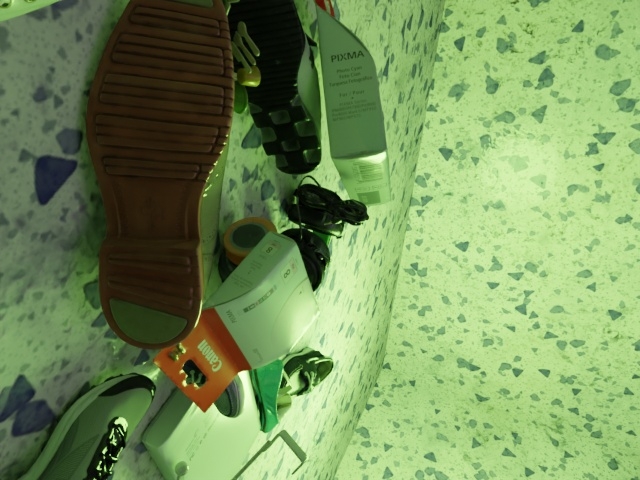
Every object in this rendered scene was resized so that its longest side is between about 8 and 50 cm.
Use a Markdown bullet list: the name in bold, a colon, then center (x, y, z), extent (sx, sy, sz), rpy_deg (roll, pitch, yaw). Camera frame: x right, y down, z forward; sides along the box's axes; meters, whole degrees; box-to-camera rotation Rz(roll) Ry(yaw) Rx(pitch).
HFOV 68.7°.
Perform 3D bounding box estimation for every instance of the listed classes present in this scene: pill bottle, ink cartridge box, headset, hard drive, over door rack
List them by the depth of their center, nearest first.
- **over door rack**: center (-0.203, 0.359, 0.617), extent (0.324, 0.108, 0.239), rpy_deg (-38, 164, 15)
- **ink cartridge box**: center (-0.100, 0.130, 0.670), extent (0.232, 0.066, 0.189), rpy_deg (-54, 149, -29)
- **pill bottle**: center (-0.102, 0.073, 0.819), extent (0.245, 0.131, 0.130), rpy_deg (85, 27, -47)
- **ink cartridge box**: center (0.066, -0.281, 0.845), extent (0.308, 0.091, 0.384), rpy_deg (40, 45, -76)
- **hard drive**: center (-0.204, 0.364, 0.895), extent (0.233, 0.047, 0.352), rpy_deg (-57, 154, -42)
- **headset**: center (0.000, 0.000, 0.970), extent (0.394, 0.185, 0.243), rpy_deg (88, 23, -66)

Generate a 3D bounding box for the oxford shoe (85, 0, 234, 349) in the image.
- **oxford shoe**: center (-0.176, -0.085, 0.543), extent (0.146, 0.141, 0.396), rpy_deg (-110, -149, -78)

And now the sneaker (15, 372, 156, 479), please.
- **sneaker**: center (-0.273, 0.270, 0.527), extent (0.271, 0.108, 0.100), rpy_deg (-55, 152, -47)

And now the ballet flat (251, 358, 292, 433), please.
- **ballet flat**: center (-0.107, 0.365, 1.086), extent (0.083, 0.087, 0.247), rpy_deg (-106, -167, -52)

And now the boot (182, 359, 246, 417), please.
- **boot**: center (-0.184, 0.204, 0.725), extent (0.086, 0.069, 0.189), rpy_deg (-28, 99, -57)

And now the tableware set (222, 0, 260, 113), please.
- **tableware set**: center (-0.113, -0.228, 0.539), extent (0.024, 0.154, 0.104), rpy_deg (-19, 159, -40)

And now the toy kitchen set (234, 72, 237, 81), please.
- **toy kitchen set**: center (-0.133, -0.183, 0.616), extent (0.075, 0.068, 0.083), rpy_deg (-19, 122, -64)

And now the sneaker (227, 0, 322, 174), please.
- **sneaker**: center (-0.065, -0.266, 0.715), extent (0.330, 0.123, 0.146), rpy_deg (77, 15, -53)

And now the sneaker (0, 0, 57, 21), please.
- **sneaker**: center (-0.213, -0.199, 0.300), extent (0.105, 0.123, 0.290), rpy_deg (84, 29, -51)

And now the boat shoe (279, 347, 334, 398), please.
- **boat shoe**: center (-0.043, 0.368, 1.287), extent (0.302, 0.091, 0.114), rpy_deg (-18, 121, -68)
